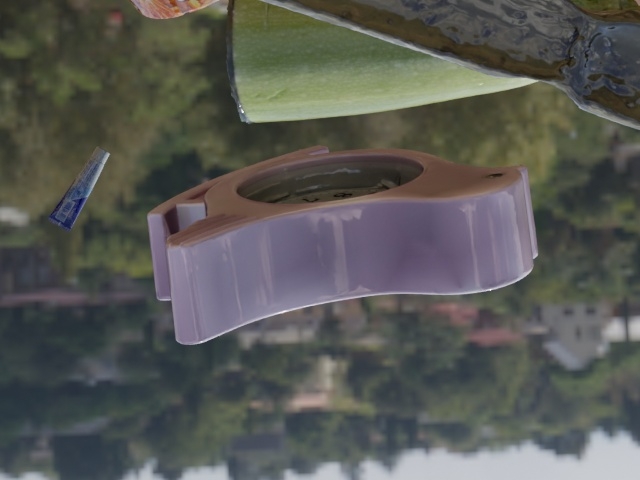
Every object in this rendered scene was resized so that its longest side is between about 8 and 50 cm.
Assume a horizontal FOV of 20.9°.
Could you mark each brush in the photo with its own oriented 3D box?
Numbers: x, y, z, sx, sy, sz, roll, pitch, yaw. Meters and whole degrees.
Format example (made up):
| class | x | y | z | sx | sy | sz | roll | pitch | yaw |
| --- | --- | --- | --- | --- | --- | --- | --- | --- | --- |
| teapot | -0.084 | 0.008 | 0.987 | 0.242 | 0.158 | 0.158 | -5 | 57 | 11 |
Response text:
| class | x | y | z | sx | sy | sz | roll | pitch | yaw |
| --- | --- | --- | --- | --- | --- | --- | --- | --- | --- |
| brush | 0.071 | -0.077 | 0.616 | 0.248 | 0.043 | 0.036 | 16 | -162 | -16 |

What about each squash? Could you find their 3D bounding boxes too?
| class | x | y | z | sx | sy | sz | roll | pitch | yaw |
| --- | --- | --- | --- | --- | --- | --- | --- | --- | --- |
| squash | 0.061 | -0.111 | 0.910 | 0.224 | 0.094 | 0.094 | -2 | 173 | 16 |

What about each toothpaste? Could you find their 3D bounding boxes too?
| class | x | y | z | sx | sy | sz | roll | pitch | yaw |
| --- | --- | --- | --- | --- | --- | --- | --- | --- | --- |
| toothpaste | -0.225 | -0.050 | 1.624 | 0.024 | 0.083 | 0.015 | 29 | 176 | -2 |

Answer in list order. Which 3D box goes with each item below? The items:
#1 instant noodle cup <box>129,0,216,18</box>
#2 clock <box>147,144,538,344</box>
| class | x | y | z | sx | sy | sz | roll | pitch | yaw |
| --- | --- | --- | --- | --- | --- | --- | --- | --- | --- |
| instant noodle cup | -0.138 | -0.341 | 1.609 | 0.250 | 0.250 | 0.192 | -8 | 130 | 38 |
| clock | 0.000 | 0.000 | 1.343 | 0.275 | 0.080 | 0.290 | 7 | -158 | 42 |
